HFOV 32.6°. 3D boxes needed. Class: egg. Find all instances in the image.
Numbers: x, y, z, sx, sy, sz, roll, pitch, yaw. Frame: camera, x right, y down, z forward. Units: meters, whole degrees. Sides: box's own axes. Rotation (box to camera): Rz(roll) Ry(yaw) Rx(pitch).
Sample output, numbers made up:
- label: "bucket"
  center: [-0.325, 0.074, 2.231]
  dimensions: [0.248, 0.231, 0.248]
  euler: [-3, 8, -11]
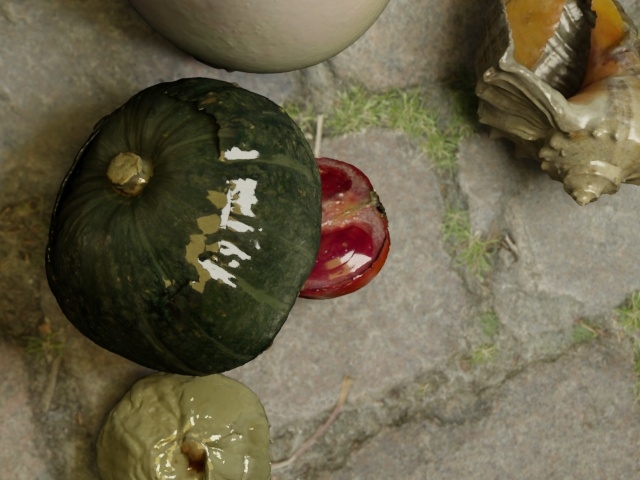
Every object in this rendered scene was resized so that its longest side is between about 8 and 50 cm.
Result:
- label: "egg"
  center: [-0.075, -0.366, 1.146]
  dimensions: [0.355, 0.340, 0.354]
  euler: [0, 89, 4]

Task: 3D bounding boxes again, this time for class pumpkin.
- label: "pumpkin"
  center: [-0.150, -0.021, 1.226]
  dimensions: [0.257, 0.292, 0.327]
  euler: [39, 60, -54]

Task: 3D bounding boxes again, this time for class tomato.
- label: "tomato"
  center: [0.000, 0.000, 1.374]
  dimensions: [0.173, 0.099, 0.189]
  euler: [-18, 59, -3]

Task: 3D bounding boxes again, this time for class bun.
- label: "bun"
  center: [-0.155, 0.256, 1.304]
  dimensions: [0.221, 0.134, 0.220]
  euler: [0, 91, -16]

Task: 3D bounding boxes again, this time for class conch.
- label: "conch"
  center: [0.301, -0.203, 1.422]
  dimensions: [0.297, 0.210, 0.352]
  euler: [24, 42, -32]
